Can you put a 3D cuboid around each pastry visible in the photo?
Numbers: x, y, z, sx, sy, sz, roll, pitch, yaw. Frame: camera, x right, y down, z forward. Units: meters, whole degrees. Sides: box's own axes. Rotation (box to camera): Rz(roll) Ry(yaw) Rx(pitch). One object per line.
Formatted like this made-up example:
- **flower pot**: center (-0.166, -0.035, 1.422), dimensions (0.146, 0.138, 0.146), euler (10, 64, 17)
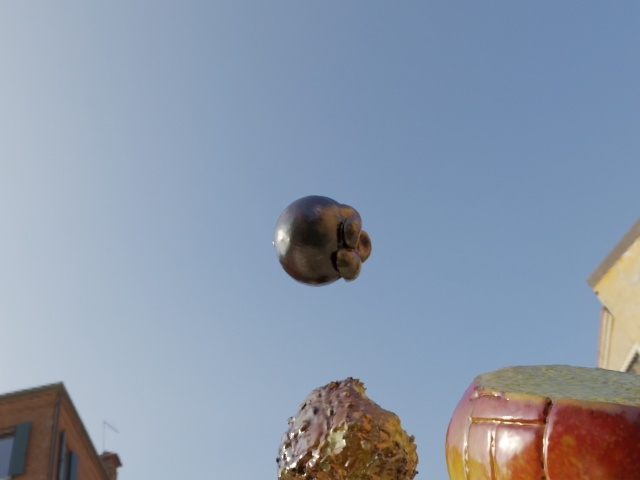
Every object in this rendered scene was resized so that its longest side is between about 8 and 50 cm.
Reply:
- **pastry**: center (0.048, 0.525, 1.427), dimensions (0.337, 0.405, 0.292), euler (-42, -73, -8)

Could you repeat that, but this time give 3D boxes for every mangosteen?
- **mangosteen**: center (0.000, 0.000, 1.262), dimensions (0.210, 0.209, 0.209), euler (-9, -48, -10)

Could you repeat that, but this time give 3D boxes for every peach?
- **peach**: center (0.264, 0.219, 0.557), dimensions (0.249, 0.245, 0.274), euler (-26, -8, -15)
